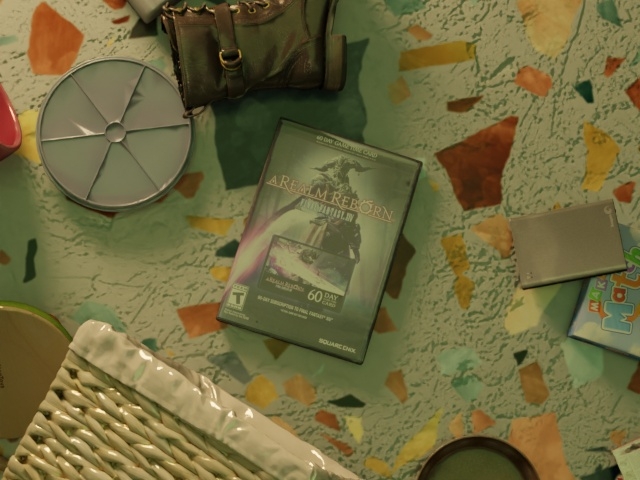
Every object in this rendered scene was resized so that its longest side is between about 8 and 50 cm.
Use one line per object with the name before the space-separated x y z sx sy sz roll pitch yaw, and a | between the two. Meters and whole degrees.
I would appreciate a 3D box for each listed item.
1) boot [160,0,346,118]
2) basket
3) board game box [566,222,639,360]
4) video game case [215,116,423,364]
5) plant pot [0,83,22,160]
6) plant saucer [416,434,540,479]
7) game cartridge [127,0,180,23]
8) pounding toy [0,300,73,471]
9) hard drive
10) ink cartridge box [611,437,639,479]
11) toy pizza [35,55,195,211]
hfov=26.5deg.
boot | -0.088 -0.291 1.720 0.229 0.091 0.263 -4 86 -11
basket | -0.146 0.298 1.508 0.331 0.328 0.266 31 85 23
board game box | 0.444 0.082 1.758 0.211 0.039 0.160 18 83 -1
video game case | 0.000 0.000 1.740 0.196 0.026 0.274 17 84 -3
plant pot | -0.494 -0.148 1.642 0.180 0.201 0.201 -31 87 8
plant saucer | 0.198 0.331 1.719 0.168 0.029 0.168 0 83 -4
game cartridge | -0.169 -0.444 1.759 0.297 0.062 0.198 -39 92 -7
pounding toy | -0.391 0.159 1.668 0.183 0.110 0.237 20 112 -13
hard drive | 0.317 0.005 1.740 0.135 0.022 0.094 -11 76 11
ink cartridge box | 0.418 0.310 1.738 0.063 0.029 0.115 -23 85 -6
toy pizza | -0.260 -0.135 1.729 0.201 0.032 0.201 0 83 -4
